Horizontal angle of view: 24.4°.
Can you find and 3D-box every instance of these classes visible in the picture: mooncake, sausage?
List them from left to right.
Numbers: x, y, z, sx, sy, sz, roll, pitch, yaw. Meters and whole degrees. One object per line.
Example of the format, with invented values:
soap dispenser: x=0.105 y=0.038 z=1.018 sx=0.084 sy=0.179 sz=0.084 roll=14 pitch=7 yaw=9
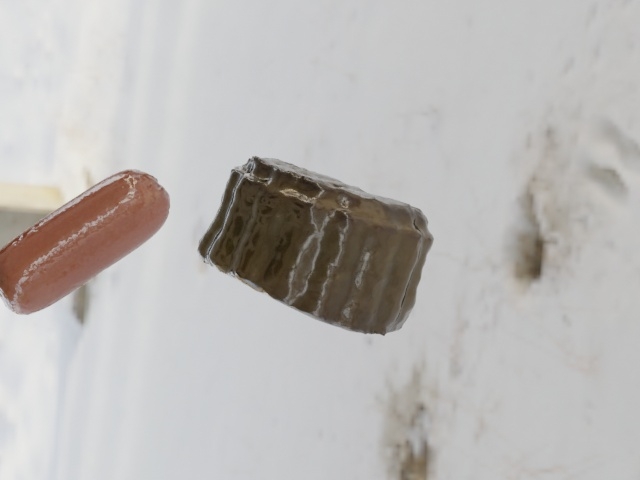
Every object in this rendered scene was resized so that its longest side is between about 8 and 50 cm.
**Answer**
sausage: x=-0.188 y=-0.001 z=1.161 sx=0.062 sy=0.154 sz=0.062 roll=50 pitch=165 yaw=18
mooncake: x=-0.001 y=0.001 z=2.093 sx=0.187 sy=0.324 sz=0.324 roll=-70 pitch=21 yaw=4
